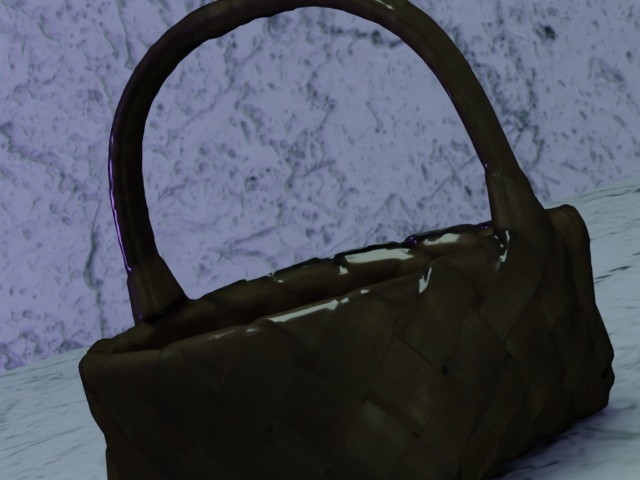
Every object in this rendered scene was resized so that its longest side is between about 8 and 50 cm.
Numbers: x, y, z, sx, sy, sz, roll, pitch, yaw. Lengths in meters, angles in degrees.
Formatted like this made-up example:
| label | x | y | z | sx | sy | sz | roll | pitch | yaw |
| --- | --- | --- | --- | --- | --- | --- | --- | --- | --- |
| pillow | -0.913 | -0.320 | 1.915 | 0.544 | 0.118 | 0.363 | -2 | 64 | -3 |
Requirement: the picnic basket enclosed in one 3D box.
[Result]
| label | x | y | z | sx | sy | sz | roll | pitch | yaw |
| --- | --- | --- | --- | --- | --- | --- | --- | --- | --- |
| picnic basket | 0.000 | 0.000 | 1.087 | 0.293 | 0.337 | 0.337 | -13 | 5 | 33 |
